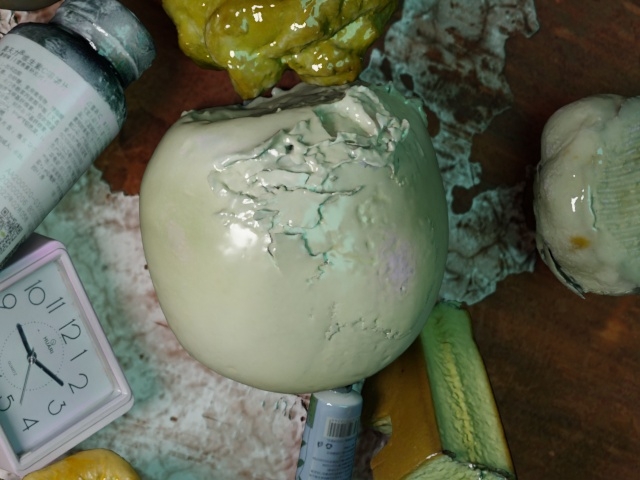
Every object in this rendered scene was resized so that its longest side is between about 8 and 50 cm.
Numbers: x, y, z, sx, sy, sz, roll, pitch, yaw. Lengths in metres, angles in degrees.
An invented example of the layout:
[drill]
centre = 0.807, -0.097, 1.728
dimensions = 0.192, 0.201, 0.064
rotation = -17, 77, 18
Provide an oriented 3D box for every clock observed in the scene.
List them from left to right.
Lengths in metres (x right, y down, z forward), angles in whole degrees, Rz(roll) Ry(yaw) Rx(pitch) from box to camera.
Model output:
[clock]
centre = -0.284, 0.111, 1.852
dimensions = 0.150, 0.063, 0.197
rotation = -33, 113, -27

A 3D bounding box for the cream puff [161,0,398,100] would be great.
[cream puff]
centre = -0.042, -0.251, 1.880
dimensions = 0.244, 0.244, 0.196
rotation = -32, 126, -26

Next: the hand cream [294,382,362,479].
[hand cream]
centre = 0.003, 0.258, 2.060
dimensions = 0.088, 0.055, 0.256
rotation = -5, 110, -37

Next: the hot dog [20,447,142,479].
[hot dog]
centre = -0.210, 0.338, 1.847
dimensions = 0.150, 0.153, 0.256
rotation = -17, 122, -31

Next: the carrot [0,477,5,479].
[carrot]
centre = -0.316, 0.326, 1.871
dimensions = 0.047, 0.047, 0.191
rotation = 9, 91, -34

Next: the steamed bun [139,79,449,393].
[steamed bun]
centre = 0.000, 0.000, 1.924
dimensions = 0.334, 0.233, 0.311
rotation = -25, 109, -27

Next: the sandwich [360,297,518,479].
[sandwich]
centre = 0.122, 0.184, 2.102
dimensions = 0.122, 0.128, 0.235
rotation = 25, 40, -34

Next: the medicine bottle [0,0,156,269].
[medicine bottle]
centre = -0.278, -0.100, 1.779
dimensions = 0.293, 0.141, 0.141
rotation = -51, 120, -17

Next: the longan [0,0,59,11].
[longan]
centre = -0.278, -0.297, 1.742
dimensions = 0.189, 0.189, 0.189
rotation = -5, 99, -33

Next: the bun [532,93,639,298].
[bun]
centre = 0.329, -0.048, 2.192
dimensions = 0.239, 0.141, 0.239
rotation = -3, 94, -38
